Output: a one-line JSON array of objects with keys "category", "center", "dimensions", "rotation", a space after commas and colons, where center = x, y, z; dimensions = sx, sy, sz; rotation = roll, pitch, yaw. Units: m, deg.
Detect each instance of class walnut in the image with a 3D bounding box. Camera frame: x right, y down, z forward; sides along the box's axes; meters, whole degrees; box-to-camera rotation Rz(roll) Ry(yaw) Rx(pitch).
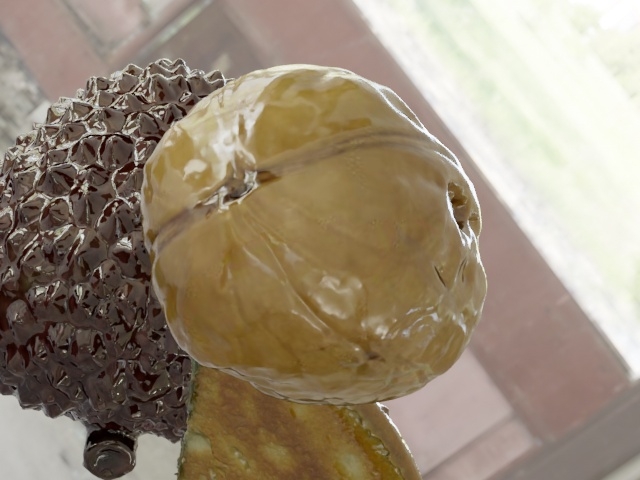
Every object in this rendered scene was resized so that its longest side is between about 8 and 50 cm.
[{"category": "walnut", "center": [0.000, 0.000, 0.616], "dimensions": [0.180, 0.144, 0.144], "rotation": [43, 15, -56]}]

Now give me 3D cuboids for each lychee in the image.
[{"category": "lychee", "center": [-0.130, 0.022, 1.113], "dimensions": [0.306, 0.306, 0.330], "rotation": [32, 68, -55]}]

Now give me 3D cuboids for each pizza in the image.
[{"category": "pizza", "center": [-0.023, 0.129, 0.842], "dimensions": [0.185, 0.176, 0.036], "rotation": [38, 39, 2]}]
